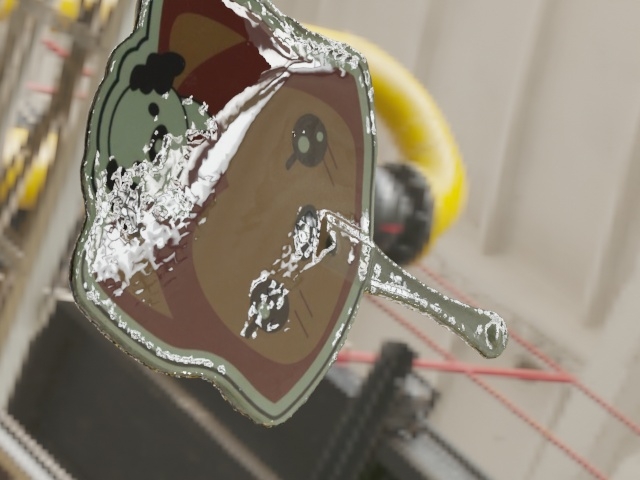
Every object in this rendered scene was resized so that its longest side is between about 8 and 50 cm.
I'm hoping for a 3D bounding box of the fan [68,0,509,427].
[{"bbox_3d":[0.000,0.000,0.622,0.009,0.220,0.132,0,-109,40],"label":"fan"}]
